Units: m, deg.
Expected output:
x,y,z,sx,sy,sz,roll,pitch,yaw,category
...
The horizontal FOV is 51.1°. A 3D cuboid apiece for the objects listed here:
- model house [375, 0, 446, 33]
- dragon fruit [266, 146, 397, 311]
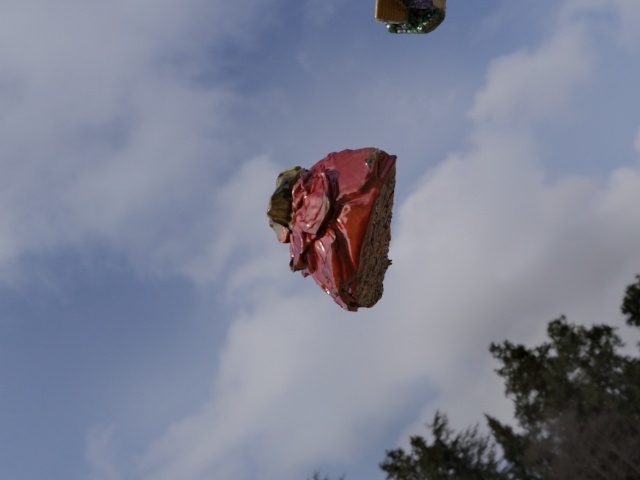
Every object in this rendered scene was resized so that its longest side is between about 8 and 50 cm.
x,y,z,sx,sy,sz,roll,pitch,yaw,category
0.135,-0.377,1.049,0.100,0.100,0.088,-7,-76,-59,model house
0.000,0.000,0.556,0.083,0.106,0.162,-56,-23,-38,dragon fruit
